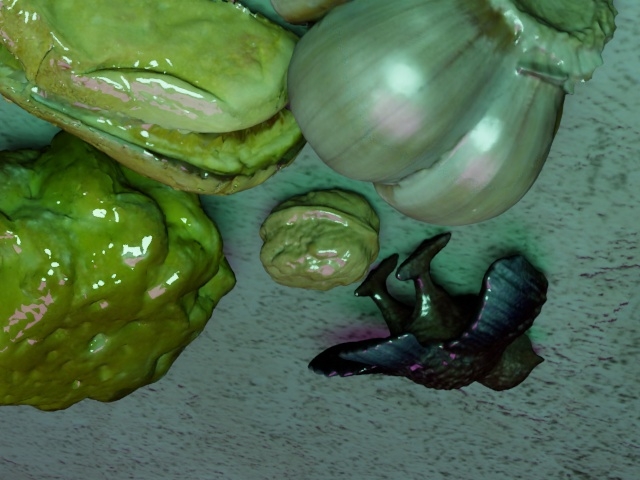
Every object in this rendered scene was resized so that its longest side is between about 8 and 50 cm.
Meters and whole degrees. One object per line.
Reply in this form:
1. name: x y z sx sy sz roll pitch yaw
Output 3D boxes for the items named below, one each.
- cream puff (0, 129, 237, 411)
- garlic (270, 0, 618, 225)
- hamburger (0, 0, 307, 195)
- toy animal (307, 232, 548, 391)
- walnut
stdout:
1. cream puff: -0.185 0.023 1.201 0.196 0.244 0.244 47 143 7
2. garlic: 0.051 -0.110 0.975 0.214 0.160 0.191 30 137 -26
3. hamburger: -0.128 -0.110 1.061 0.262 0.131 0.124 25 144 -7
4. toy animal: 0.100 0.088 1.266 0.179 0.116 0.218 37 132 -28
5. walnut: 0.000 0.000 1.210 0.096 0.079 0.082 -6 142 28
